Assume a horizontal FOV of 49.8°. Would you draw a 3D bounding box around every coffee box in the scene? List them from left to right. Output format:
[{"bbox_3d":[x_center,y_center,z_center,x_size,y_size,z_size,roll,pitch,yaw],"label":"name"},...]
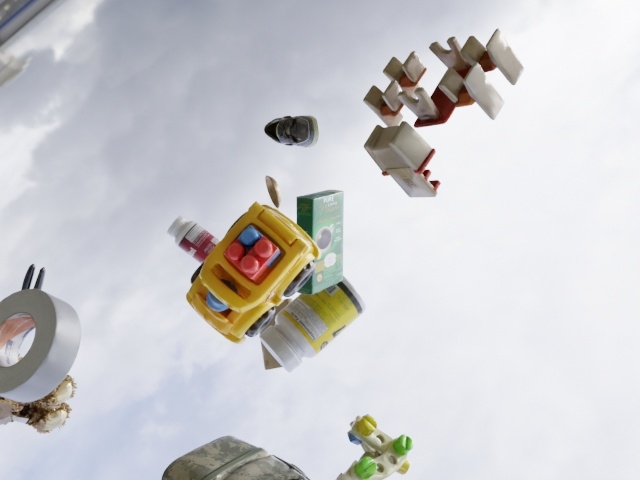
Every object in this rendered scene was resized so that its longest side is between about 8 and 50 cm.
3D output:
[{"bbox_3d":[0.000,0.000,1.300,0.040,0.184,0.113,9,-163,33],"label":"coffee box"}]

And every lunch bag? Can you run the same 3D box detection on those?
[{"bbox_3d":[-0.131,0.538,1.230,0.256,0.213,0.305,11,-79,36],"label":"lunch bag"}]

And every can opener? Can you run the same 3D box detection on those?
[{"bbox_3d":[-0.700,0.144,1.647,0.186,0.059,0.073,-62,-160,6],"label":"can opener"}]

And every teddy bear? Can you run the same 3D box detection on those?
[{"bbox_3d":[-0.720,0.347,1.538,0.338,0.245,0.113,-4,-138,-14],"label":"teddy bear"}]

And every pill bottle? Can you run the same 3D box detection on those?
[{"bbox_3d":[-0.353,0.000,1.943,0.086,0.152,0.086,-52,-178,2],"label":"pill bottle"},{"bbox_3d":[-0.018,0.165,1.420,0.208,0.119,0.119,-41,-149,-13],"label":"pill bottle"}]

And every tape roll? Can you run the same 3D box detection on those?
[{"bbox_3d":[-0.591,0.209,1.385,0.219,0.072,0.219,-11,-119,21],"label":"tape roll"}]

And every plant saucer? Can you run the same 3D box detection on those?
[{"bbox_3d":[-0.108,-0.117,1.630,0.015,0.083,0.083,-21,-151,-14],"label":"plant saucer"}]

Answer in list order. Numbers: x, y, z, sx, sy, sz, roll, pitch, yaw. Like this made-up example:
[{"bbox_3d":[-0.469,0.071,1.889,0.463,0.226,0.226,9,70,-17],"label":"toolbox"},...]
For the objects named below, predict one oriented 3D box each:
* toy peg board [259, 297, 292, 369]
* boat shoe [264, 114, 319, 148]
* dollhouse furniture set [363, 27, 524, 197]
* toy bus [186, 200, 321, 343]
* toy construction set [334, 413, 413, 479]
[{"bbox_3d":[-0.081,0.237,1.750,0.161,0.079,0.161,-24,-109,52],"label":"toy peg board"},{"bbox_3d":[-0.075,-0.266,1.692,0.073,0.080,0.223,-6,-169,-24],"label":"boat shoe"},{"bbox_3d":[0.196,-0.216,1.194,0.262,0.135,0.259,4,-123,56],"label":"dollhouse furniture set"},{"bbox_3d":[-0.116,0.050,1.074,0.220,0.149,0.211,-49,175,-1],"label":"toy bus"},{"bbox_3d":[0.150,0.432,1.105,0.328,0.151,0.215,30,-147,15],"label":"toy construction set"}]
